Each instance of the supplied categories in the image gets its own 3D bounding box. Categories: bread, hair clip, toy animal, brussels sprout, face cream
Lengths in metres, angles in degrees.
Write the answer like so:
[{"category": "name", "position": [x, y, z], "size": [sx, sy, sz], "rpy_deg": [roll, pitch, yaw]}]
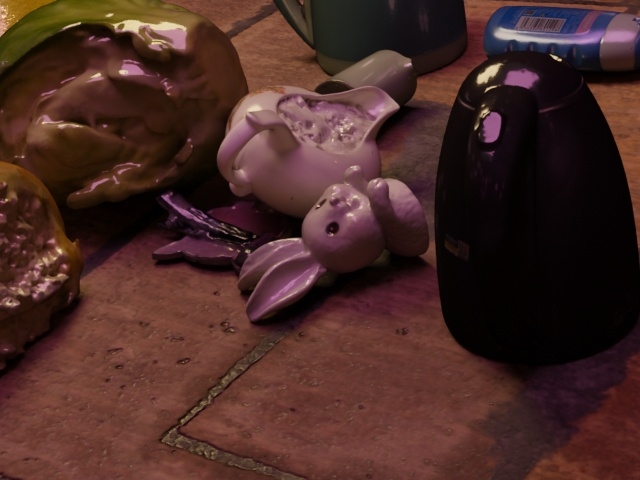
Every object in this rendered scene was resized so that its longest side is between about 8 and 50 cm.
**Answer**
[{"category": "bread", "position": [-0.445, 0.027, 1.402], "size": [0.270, 0.211, 0.315], "rpy_deg": [4, 29, 26]}, {"category": "hair clip", "position": [-0.123, -0.015, 1.544], "size": [0.187, 0.056, 0.146], "rpy_deg": [18, 38, 27]}, {"category": "toy animal", "position": [0.001, -0.002, 1.399], "size": [0.221, 0.130, 0.103], "rpy_deg": [-23, 45, -16]}, {"category": "brussels sprout", "position": [-0.280, -0.194, 1.657], "size": [0.371, 0.275, 0.315], "rpy_deg": [-10, 19, 16]}, {"category": "face cream", "position": [0.381, -0.298, 1.838], "size": [0.264, 0.083, 0.149], "rpy_deg": [11, 36, 33]}]

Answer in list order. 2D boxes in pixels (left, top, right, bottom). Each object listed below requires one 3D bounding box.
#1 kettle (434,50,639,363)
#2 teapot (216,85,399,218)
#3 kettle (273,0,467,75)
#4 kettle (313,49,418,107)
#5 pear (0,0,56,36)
[{"category": "kettle", "position": [0.201, -0.034, 1.218], "size": [0.208, 0.290, 0.268], "rpy_deg": [3, 33, 21]}, {"category": "teapot", "position": [-0.022, -0.116, 1.536], "size": [0.204, 0.139, 0.298], "rpy_deg": [46, 37, 15]}, {"category": "kettle", "position": [0.054, -0.448, 1.949], "size": [0.320, 0.342, 0.247], "rpy_deg": [-5, 30, 11]}, {"category": "kettle", "position": [0.061, -0.200, 1.780], "size": [0.098, 0.126, 0.148], "rpy_deg": [37, 43, 12]}, {"category": "pear", "position": [-0.462, -0.280, 2.002], "size": [0.267, 0.267, 0.178], "rpy_deg": [-20, 57, -17]}]
